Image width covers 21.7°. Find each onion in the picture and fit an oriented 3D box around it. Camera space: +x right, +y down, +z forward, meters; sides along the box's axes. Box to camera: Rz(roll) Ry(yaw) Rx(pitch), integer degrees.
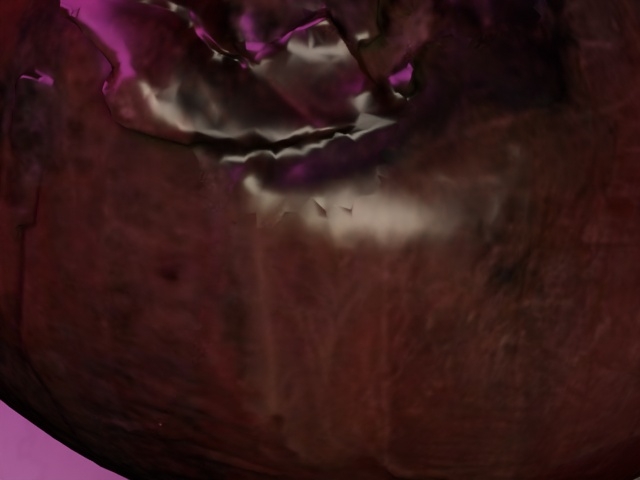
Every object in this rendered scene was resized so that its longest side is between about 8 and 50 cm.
[{"bbox_3d":[-0.003,-0.033,0.639,0.353,0.354,0.354,-18,46,20],"label":"onion"}]
